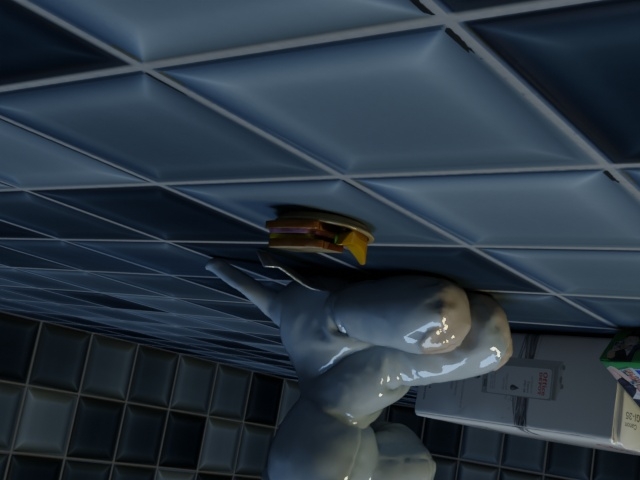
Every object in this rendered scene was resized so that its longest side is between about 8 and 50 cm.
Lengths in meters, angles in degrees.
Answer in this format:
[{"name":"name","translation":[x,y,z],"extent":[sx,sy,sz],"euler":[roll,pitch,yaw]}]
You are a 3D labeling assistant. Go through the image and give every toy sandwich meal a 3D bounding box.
[{"name":"toy sandwich meal","translation":[0.000,0.000,0.691],"extent":[0.086,0.029,0.085],"euler":[10,168,2]}]

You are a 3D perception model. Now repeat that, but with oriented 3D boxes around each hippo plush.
[{"name":"hippo plush","translation":[0.046,0.158,0.896],"extent":[0.294,0.236,0.234],"euler":[17,167,-30]}]

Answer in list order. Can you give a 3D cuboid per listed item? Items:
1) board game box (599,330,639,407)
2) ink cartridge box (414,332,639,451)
[{"name":"board game box","translation":[0.448,0.209,0.898],"extent":[0.317,0.046,0.213],"euler":[48,155,-16]},{"name":"ink cartridge box","translation":[0.292,0.187,1.126],"extent":[0.207,0.117,0.283],"euler":[20,165,-40]}]
